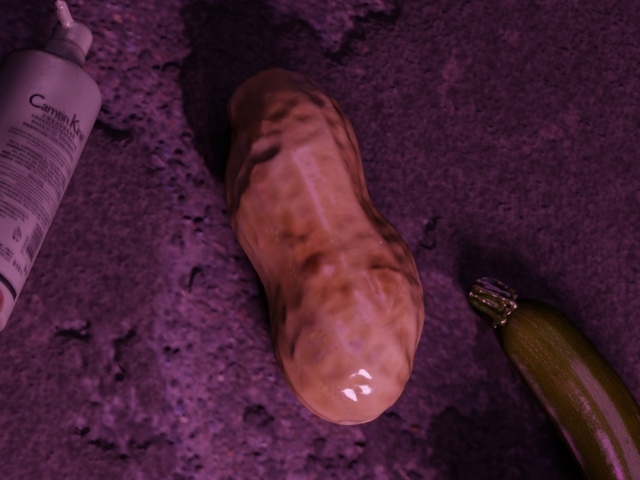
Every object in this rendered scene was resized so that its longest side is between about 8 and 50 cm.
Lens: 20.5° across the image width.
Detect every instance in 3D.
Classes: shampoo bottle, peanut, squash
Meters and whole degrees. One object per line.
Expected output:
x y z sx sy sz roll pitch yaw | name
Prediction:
-0.228 -0.058 1.322 0.085 0.085 0.262 26 61 -12 | shampoo bottle
0.000 0.000 1.372 0.130 0.130 0.290 -14 76 -27 | peanut
0.227 0.159 1.433 0.080 0.071 0.318 -24 80 -28 | squash
